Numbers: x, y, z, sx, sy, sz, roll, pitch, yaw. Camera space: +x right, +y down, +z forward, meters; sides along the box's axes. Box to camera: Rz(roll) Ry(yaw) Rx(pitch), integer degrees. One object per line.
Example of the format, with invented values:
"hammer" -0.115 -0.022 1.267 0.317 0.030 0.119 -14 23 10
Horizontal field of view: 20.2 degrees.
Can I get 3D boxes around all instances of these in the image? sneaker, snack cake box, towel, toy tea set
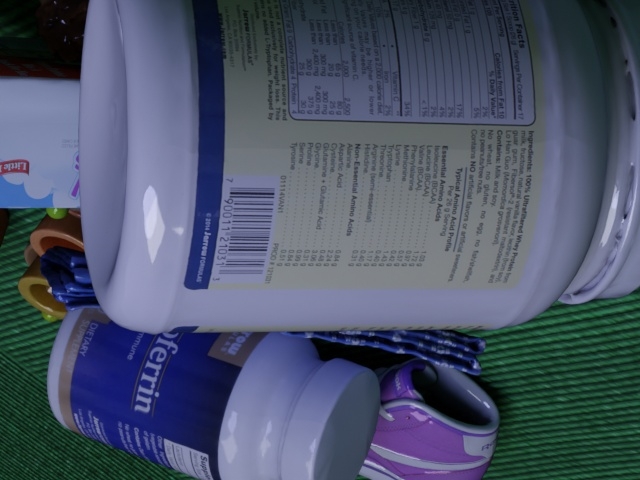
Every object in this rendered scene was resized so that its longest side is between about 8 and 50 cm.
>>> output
"sneaker" 0.029 0.140 1.654 0.282 0.102 0.161 15 144 0
"snack cake box" -0.212 -0.089 1.275 0.152 0.089 0.264 2 -168 -23
"towel" -0.057 0.056 1.447 0.336 0.040 0.243 12 180 -13
"toy tea set" -0.273 -0.002 1.590 0.200 0.124 0.336 26 150 -5

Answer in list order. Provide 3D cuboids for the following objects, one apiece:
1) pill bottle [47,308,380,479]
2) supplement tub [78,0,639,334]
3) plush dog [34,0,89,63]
"pill bottle" -0.092 0.132 1.573 0.265 0.153 0.153 17 150 22
"supplement tub" 0.028 -0.062 1.088 0.325 0.235 0.235 0 154 -16
"plush dog" -0.161 -0.227 1.130 0.225 0.210 0.262 21 140 -34
